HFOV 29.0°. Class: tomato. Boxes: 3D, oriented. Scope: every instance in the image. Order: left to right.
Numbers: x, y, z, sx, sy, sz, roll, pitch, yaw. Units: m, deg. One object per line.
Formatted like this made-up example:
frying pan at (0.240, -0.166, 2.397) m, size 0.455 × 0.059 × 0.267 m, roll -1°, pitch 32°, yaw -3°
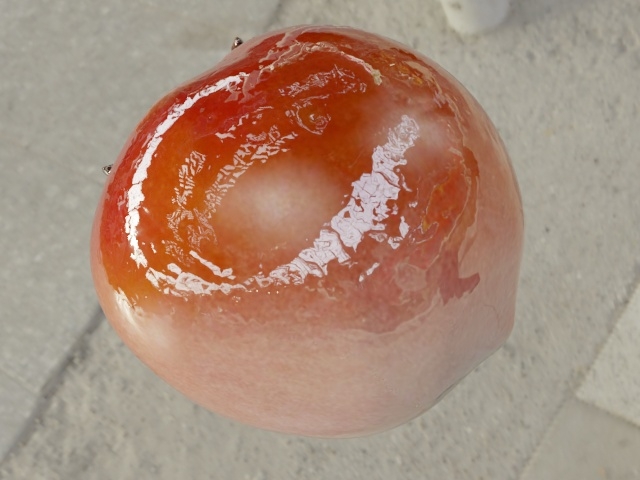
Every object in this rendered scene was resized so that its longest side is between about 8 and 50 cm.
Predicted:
tomato at (0.000, 0.000, 0.935) m, size 0.321 × 0.321 × 0.321 m, roll -11°, pitch 56°, yaw 17°
